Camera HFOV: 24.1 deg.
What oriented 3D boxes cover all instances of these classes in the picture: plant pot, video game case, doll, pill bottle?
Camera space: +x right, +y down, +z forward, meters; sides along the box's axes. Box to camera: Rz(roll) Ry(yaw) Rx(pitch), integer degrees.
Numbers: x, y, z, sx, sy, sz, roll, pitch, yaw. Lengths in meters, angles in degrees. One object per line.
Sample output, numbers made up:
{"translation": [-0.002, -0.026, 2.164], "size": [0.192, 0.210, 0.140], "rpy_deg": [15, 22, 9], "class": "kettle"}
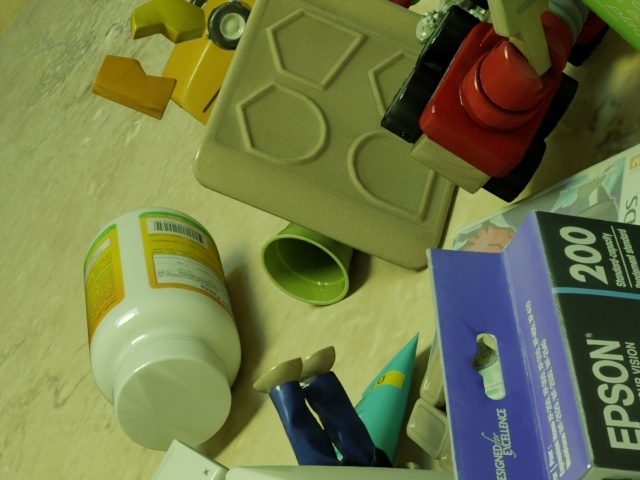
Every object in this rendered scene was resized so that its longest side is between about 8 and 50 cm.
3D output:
{"translation": [0.000, 0.000, 1.319], "size": [0.083, 0.083, 0.079], "rpy_deg": [-26, 26, 44], "class": "plant pot"}
{"translation": [0.157, 0.035, 1.065], "size": [0.201, 0.023, 0.183], "rpy_deg": [-28, 37, 44], "class": "video game case"}
{"translation": [0.024, 0.163, 0.965], "size": [0.046, 0.129, 0.189], "rpy_deg": [-41, 73, 34], "class": "doll"}
{"translation": [-0.147, 0.082, 1.386], "size": [0.136, 0.136, 0.245], "rpy_deg": [-47, 27, 16], "class": "pill bottle"}

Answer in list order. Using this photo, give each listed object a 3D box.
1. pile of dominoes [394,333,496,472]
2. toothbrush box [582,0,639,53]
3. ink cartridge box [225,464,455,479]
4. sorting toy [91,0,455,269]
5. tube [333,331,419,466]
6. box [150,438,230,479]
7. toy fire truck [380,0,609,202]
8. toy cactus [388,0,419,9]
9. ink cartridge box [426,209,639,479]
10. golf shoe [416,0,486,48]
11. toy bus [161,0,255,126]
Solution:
{"translation": [0.124, 0.152, 0.964], "size": [0.196, 0.040, 0.251], "rpy_deg": [-70, 23, 7], "class": "pile of dominoes"}
{"translation": [0.277, -0.151, 0.876], "size": [0.122, 0.206, 0.283], "rpy_deg": [-55, 27, -1], "class": "toothbrush box"}
{"translation": [0.064, 0.219, 0.787], "size": [0.233, 0.168, 0.171], "rpy_deg": [1, 84, 60], "class": "ink cartridge box"}
{"translation": [-0.023, -0.124, 1.261], "size": [0.041, 0.307, 0.229], "rpy_deg": [124, 166, -62], "class": "sorting toy"}
{"translation": [0.033, 0.149, 1.084], "size": [0.080, 0.052, 0.207], "rpy_deg": [-45, 11, 31], "class": "tube"}
{"translation": [-0.091, 0.228, 1.178], "size": [0.101, 0.087, 0.102], "rpy_deg": [-59, 27, -8], "class": "box"}
{"translation": [0.148, -0.177, 1.072], "size": [0.217, 0.158, 0.246], "rpy_deg": [-60, 4, -25], "class": "toy fire truck"}
{"translation": [0.014, -0.151, 1.367], "size": [0.219, 0.180, 0.112], "rpy_deg": [-52, 46, 18], "class": "toy cactus"}
{"translation": [0.169, 0.065, 0.819], "size": [0.206, 0.208, 0.045], "rpy_deg": [-93, 11, -51], "class": "ink cartridge box"}
{"translation": [0.163, -0.187, 1.268], "size": [0.176, 0.086, 0.069], "rpy_deg": [-29, 44, -9], "class": "golf shoe"}
{"translation": [-0.041, -0.269, 1.631], "size": [0.332, 0.130, 0.108], "rpy_deg": [-54, 25, 2], "class": "toy bus"}
